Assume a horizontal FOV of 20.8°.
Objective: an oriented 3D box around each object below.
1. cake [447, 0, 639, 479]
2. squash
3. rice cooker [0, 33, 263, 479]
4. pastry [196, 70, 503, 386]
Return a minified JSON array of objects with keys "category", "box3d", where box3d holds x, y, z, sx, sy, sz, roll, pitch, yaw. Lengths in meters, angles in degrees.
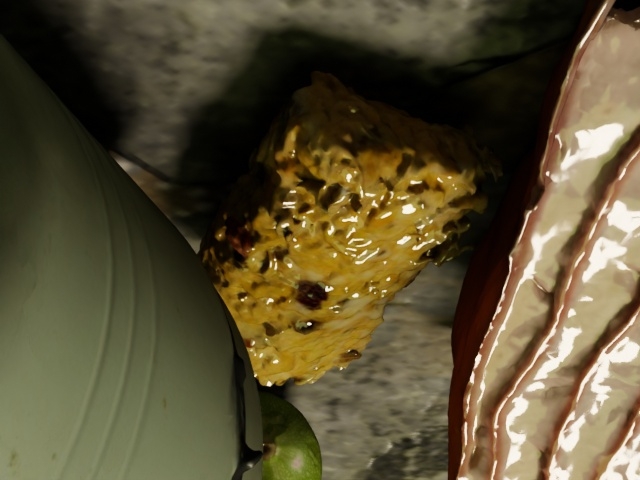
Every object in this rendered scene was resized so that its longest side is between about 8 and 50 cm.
[{"category":"cake","box3d":[0.100,0.015,0.539,0.098,0.135,0.287,16,142,0]},{"category":"squash","box3d":[-0.045,0.120,0.771,0.066,0.066,0.201,7,152,-12]},{"category":"rice cooker","box3d":[-0.141,0.046,0.480,0.226,0.226,0.244,-9,154,17]},{"category":"pastry","box3d":[0.000,0.000,0.563,0.080,0.056,0.140,6,146,-26]}]
